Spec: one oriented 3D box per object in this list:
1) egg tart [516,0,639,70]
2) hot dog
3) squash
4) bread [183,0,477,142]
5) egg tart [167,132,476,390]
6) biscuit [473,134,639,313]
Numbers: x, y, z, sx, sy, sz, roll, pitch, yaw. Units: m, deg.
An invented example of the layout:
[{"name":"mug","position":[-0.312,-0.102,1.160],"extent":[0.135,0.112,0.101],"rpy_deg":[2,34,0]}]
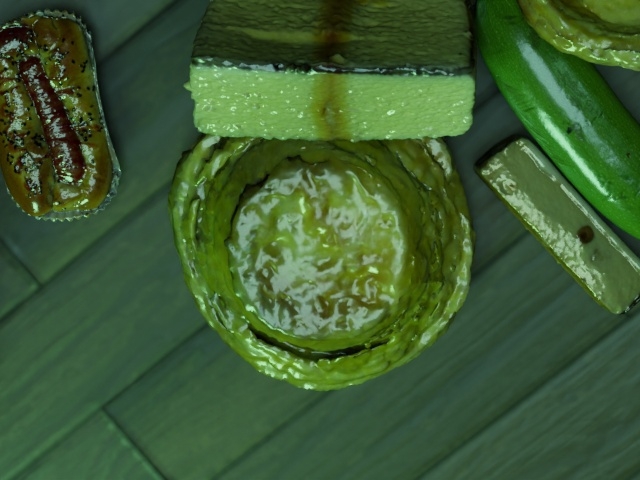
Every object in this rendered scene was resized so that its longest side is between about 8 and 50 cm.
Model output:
[{"name":"egg tart","position":[0.263,-0.233,1.605],"extent":[0.212,0.090,0.212],"rpy_deg":[-2,78,10]},{"name":"hot dog","position":[-0.243,-0.110,1.702],"extent":[0.108,0.059,0.191],"rpy_deg":[-10,102,1]},{"name":"squash","position":[0.229,-0.100,1.663],"extent":[0.082,0.082,0.292],"rpy_deg":[-38,100,11]},{"name":"bread","position":[0.011,-0.186,1.596],"extent":[0.240,0.135,0.178],"rpy_deg":[2,66,0]},{"name":"egg tart","position":[0.000,0.000,1.681],"extent":[0.294,0.123,0.294],"rpy_deg":[1,106,3]},{"name":"biscuit","position":[0.218,-0.015,1.703],"extent":[0.056,0.052,0.188],"rpy_deg":[-44,99,1]}]
